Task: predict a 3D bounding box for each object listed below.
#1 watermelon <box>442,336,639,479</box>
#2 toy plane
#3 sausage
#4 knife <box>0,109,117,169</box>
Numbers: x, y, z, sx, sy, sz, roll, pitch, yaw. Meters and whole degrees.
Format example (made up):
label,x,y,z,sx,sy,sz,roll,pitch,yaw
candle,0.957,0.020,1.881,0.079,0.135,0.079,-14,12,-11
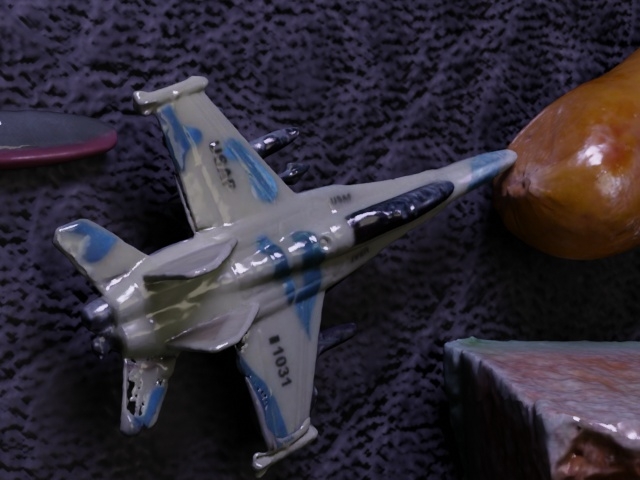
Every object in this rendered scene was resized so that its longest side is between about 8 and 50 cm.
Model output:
label,x,y,z,sx,sy,sz,roll,pitch,yaw
watermelon,0.147,0.174,0.862,0.151,0.302,0.264,-6,87,6
toy plane,-0.007,0.001,0.853,0.262,0.088,0.192,-25,103,-42
sausage,0.201,-0.076,0.976,0.270,0.109,0.109,-38,104,-30
knife,-0.204,-0.049,0.769,0.247,0.018,0.035,-1,87,-31
